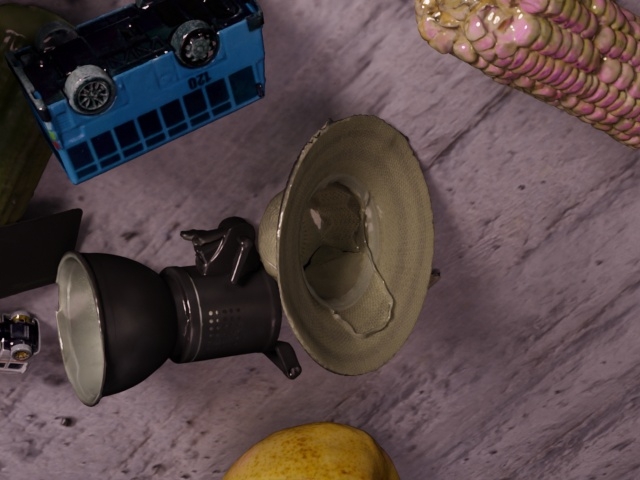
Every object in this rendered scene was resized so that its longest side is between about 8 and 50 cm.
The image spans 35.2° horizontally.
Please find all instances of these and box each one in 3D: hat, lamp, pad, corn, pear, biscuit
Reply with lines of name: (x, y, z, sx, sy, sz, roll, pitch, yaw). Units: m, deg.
hat: (0.000, 0.000, 0.970, 0.110, 0.252, 0.252, 3, 153, 38)
lamp: (-0.130, 0.064, 0.996, 0.227, 0.147, 0.172, -7, 112, -30)
pad: (-0.297, 0.023, 0.927, 0.157, 0.003, 0.112, -17, 149, -34)
corn: (0.224, -0.170, 0.891, 0.335, 0.127, 0.126, 19, 125, -39)
pear: (-0.012, 0.361, 1.252, 0.271, 0.271, 0.271, -11, 137, -10)
biscuit: (-0.287, -0.060, 0.868, 0.099, 0.038, 0.322, 17, 127, -30)

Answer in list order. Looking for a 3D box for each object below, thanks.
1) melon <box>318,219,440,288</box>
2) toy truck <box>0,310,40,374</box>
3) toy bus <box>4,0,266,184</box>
melon: (0.050, 0.044, 1.107, 0.182, 0.054, 0.098, 26, 106, -39)
toy truck: (-0.346, 0.102, 1.004, 0.123, 0.052, 0.063, 9, 135, -27)
toy bus: (-0.135, -0.130, 0.785, 0.184, 0.090, 0.106, -27, 139, -15)
